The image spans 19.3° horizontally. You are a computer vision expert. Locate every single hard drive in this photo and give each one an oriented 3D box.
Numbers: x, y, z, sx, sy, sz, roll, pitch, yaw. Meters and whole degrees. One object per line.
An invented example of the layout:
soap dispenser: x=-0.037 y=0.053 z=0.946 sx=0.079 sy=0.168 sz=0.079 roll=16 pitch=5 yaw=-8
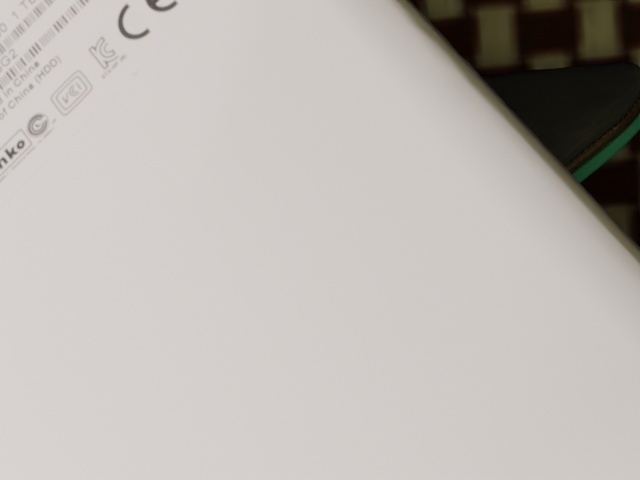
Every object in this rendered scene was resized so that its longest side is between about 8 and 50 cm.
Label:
hard drive: x=-0.039 y=0.018 z=0.500 sx=0.203 sy=0.040 sz=0.307 roll=-44 pitch=63 yaw=8

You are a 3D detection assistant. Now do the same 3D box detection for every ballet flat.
ballet flat: x=0.000 y=0.000 z=0.547 sx=0.203 sy=0.074 sz=0.074 roll=-40 pitch=91 yaw=10
